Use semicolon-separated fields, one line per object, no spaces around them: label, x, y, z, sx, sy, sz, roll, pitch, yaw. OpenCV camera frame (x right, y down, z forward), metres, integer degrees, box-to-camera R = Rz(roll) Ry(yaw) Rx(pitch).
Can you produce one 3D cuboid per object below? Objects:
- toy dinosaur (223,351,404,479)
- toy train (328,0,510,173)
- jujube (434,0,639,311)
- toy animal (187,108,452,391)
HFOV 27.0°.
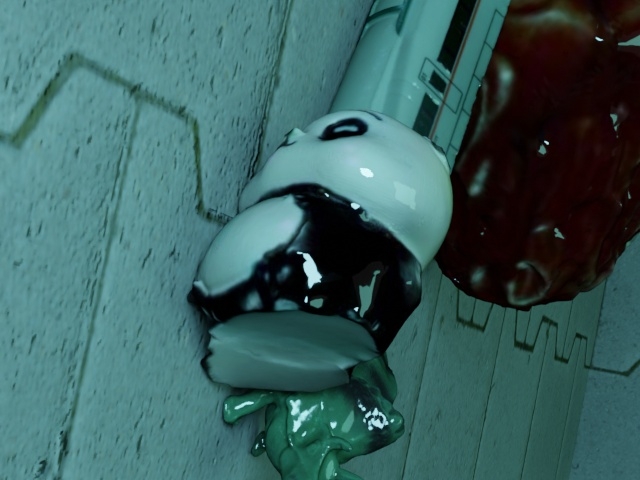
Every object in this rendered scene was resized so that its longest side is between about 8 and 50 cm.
toy dinosaur;-0.003;0.098;0.982;0.292;0.120;0.079;-93;170;-62
toy train;0.067;-0.126;1.025;0.088;0.086;0.407;42;54;-33
jujube;0.217;-0.111;1.210;0.258;0.258;0.376;-47;148;-56
toy animal;0.000;0.000;0.852;0.138;0.166;0.179;39;58;-29
